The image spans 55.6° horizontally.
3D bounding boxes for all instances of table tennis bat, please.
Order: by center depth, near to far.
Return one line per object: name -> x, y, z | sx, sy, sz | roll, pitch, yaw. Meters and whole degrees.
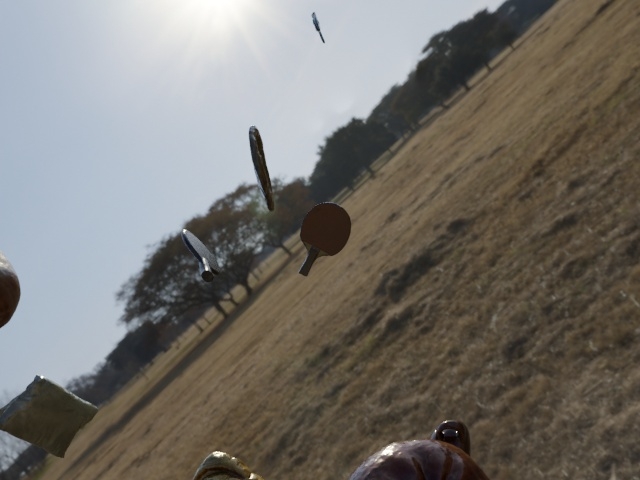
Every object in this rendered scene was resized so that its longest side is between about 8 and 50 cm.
table tennis bat -> -0.307, 0.046, 1.588 | 0.027, 0.150, 0.236 | -39, 27, 2
table tennis bat -> 0.000, 0.000, 1.627 | 0.221, 0.130, 0.019 | -63, -1, 18

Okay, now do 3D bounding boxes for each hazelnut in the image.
hazelnut -> -0.483, 0.056, 0.823 | 0.143, 0.154, 0.143 | -48, -6, -7

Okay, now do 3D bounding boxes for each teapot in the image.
teapot -> 0.346, 0.574, 1.677 | 0.178, 0.135, 0.252 | -82, -11, -48

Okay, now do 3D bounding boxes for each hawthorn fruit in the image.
hawthorn fruit -> 0.231, 0.678, 1.414 | 0.403, 0.403, 0.403 | -42, 3, 3

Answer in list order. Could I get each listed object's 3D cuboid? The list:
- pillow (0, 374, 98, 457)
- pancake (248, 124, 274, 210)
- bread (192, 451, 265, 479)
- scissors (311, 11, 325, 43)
pillow -> -0.575, 0.366, 1.271 | 0.134, 0.181, 0.078 | -46, 41, -5
pancake -> -0.162, -0.194, 1.690 | 0.031, 0.250, 0.250 | -13, 4, 0
bread -> -0.237, 0.685, 1.624 | 0.198, 0.236, 0.120 | -60, -9, 27
scissors -> -0.009, -0.481, 1.350 | 0.014, 0.058, 0.119 | -25, 40, 12
